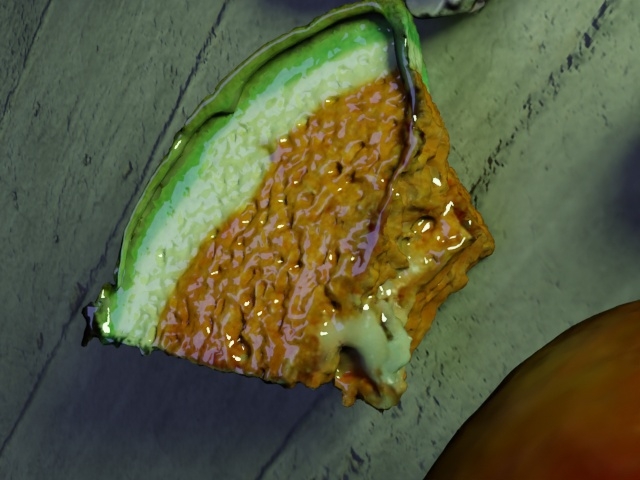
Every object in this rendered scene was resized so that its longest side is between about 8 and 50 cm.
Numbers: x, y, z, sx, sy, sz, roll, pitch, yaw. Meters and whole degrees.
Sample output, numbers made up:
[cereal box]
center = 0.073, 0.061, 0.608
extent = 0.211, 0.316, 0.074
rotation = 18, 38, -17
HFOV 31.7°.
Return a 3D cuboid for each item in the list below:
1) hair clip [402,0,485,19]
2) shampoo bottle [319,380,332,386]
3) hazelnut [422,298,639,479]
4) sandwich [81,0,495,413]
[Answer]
[hair clip]
center = 0.039, -0.200, 0.711
extent = 0.292, 0.084, 0.106
rotation = 27, 118, 48
[shampoo bottle]
center = -0.022, 0.001, 0.813
extent = 0.072, 0.049, 0.212
rotation = -36, 67, 31
[hazelnut]
center = 0.168, 0.235, 0.393
extent = 0.402, 0.402, 0.429
rotation = 1, 106, 47
[sandwich]
center = -0.002, -0.014, 0.717
extent = 0.212, 0.109, 0.292
rotation = 31, 104, 20
